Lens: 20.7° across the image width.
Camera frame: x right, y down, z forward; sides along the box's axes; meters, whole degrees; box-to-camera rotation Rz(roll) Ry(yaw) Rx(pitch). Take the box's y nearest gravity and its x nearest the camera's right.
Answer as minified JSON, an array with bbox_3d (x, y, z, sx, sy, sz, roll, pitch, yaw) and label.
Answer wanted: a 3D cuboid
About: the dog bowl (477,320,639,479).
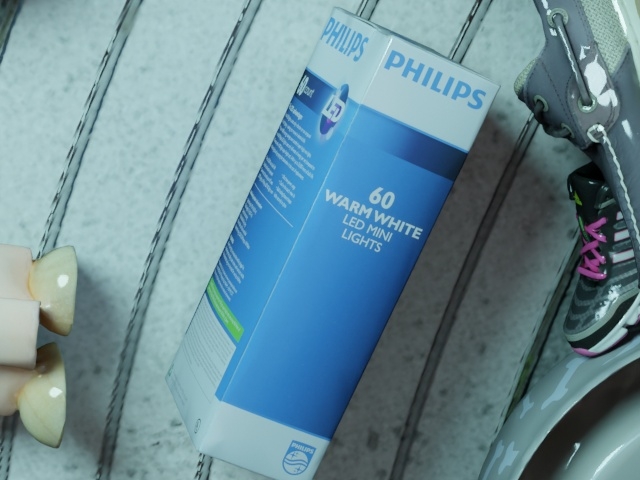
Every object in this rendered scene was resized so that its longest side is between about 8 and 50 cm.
[{"bbox_3d":[0.257,0.205,1.176,0.349,0.102,0.348,-4,105,-14],"label":"dog bowl"}]

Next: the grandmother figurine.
[{"bbox_3d":[-0.315,0.037,0.989,0.342,0.104,0.207,3,90,-17],"label":"grandmother figurine"}]

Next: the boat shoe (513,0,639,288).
[{"bbox_3d":[0.161,-0.101,1.049,0.092,0.103,0.285,-14,86,10],"label":"boat shoe"}]

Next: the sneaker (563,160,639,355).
[{"bbox_3d":[0.184,-0.012,1.120,0.075,0.063,0.170,22,94,-19],"label":"sneaker"}]

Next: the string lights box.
[{"bbox_3d":[0.000,0.000,1.037,0.077,0.133,0.259,23,99,-18],"label":"string lights box"}]
